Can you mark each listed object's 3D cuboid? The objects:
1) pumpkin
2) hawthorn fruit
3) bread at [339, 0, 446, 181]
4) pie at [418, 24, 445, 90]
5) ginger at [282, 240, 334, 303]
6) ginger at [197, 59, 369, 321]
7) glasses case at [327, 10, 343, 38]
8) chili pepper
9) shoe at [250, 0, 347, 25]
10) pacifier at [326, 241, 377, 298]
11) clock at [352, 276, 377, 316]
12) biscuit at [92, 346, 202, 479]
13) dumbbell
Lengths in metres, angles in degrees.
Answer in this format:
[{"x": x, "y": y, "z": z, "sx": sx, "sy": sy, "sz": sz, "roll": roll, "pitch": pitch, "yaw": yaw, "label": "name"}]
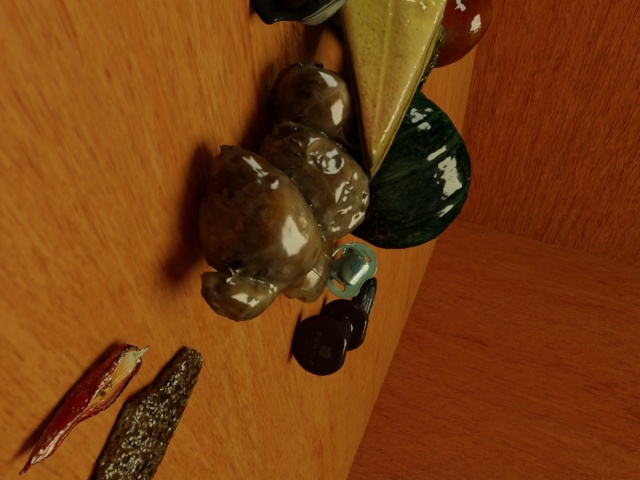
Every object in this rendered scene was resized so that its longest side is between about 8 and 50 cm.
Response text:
[{"x": 0.149, "y": -0.114, "z": 0.987, "sx": 0.263, "sy": 0.197, "sz": 0.293, "roll": -28, "pitch": 128, "yaw": -12, "label": "pumpkin"}, {"x": 0.283, "y": -0.521, "z": 1.308, "sx": 0.224, "sy": 0.224, "sz": 0.261, "roll": -54, "pitch": 178, "yaw": -47, "label": "hawthorn fruit"}, {"x": 0.126, "y": -0.238, "z": 0.809, "sx": 0.167, "sy": 0.163, "sz": 0.264, "roll": 60, "pitch": 21, "yaw": -83, "label": "bread"}, {"x": 0.154, "y": -0.332, "z": 1.141, "sx": 0.371, "sy": 0.078, "sz": 0.296, "roll": -43, "pitch": 167, "yaw": -53, "label": "pie"}, {"x": 0.000, "y": 0.000, "z": 1.086, "sx": 0.131, "sy": 0.086, "sz": 0.294, "roll": 60, "pitch": 40, "yaw": -37, "label": "ginger"}, {"x": -0.052, "y": -0.058, "z": 0.735, "sx": 0.375, "sy": 0.176, "sz": 0.256, "roll": -58, "pitch": 140, "yaw": -36, "label": "ginger"}, {"x": 0.065, "y": -0.398, "z": 0.946, "sx": 0.114, "sy": 0.060, "sz": 0.299, "roll": -71, "pitch": 163, "yaw": 8, "label": "glasses case"}, {"x": -0.242, "y": 0.167, "z": 0.560, "sx": 0.178, "sy": 0.027, "sz": 0.045, "roll": -56, "pitch": 151, "yaw": -46, "label": "chili pepper"}, {"x": 0.006, "y": -0.323, "z": 0.636, "sx": 0.112, "sy": 0.227, "sz": 0.099, "roll": -40, "pitch": 103, "yaw": -36, "label": "shoe"}, {"x": 0.064, "y": 0.069, "z": 1.358, "sx": 0.150, "sy": 0.127, "sz": 0.116, "roll": -53, "pitch": -164, "yaw": -10, "label": "pacifier"}, {"x": 0.138, "y": 0.204, "z": 1.772, "sx": 0.184, "sy": 0.040, "sz": 0.184, "roll": 16, "pitch": 90, "yaw": -72, "label": "clock"}, {"x": -0.223, "y": 0.246, "z": 0.697, "sx": 0.131, "sy": 0.026, "sz": 0.236, "roll": 68, "pitch": 42, "yaw": -66, "label": "biscuit"}, {"x": 0.029, "y": 0.227, "z": 1.304, "sx": 0.225, "sy": 0.124, "sz": 0.140, "roll": -21, "pitch": 124, "yaw": -69, "label": "dumbbell"}]
